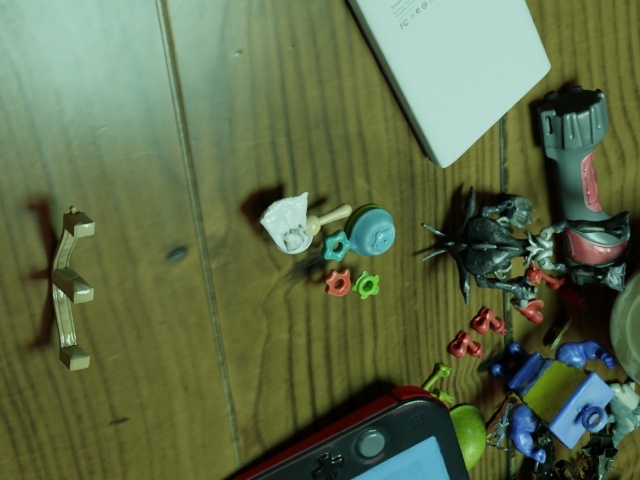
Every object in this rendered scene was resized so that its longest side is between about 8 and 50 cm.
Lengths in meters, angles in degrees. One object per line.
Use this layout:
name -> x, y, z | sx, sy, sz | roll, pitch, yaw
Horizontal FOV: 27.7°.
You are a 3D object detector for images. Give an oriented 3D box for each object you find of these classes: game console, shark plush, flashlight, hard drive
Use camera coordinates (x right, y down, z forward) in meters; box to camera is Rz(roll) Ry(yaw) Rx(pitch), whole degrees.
game console -> 0.062, 0.414, 1.851 | 0.342, 0.060, 0.387 | -28, 123, -14
shark plush -> 0.504, 0.297, 2.211 | 0.067, 0.073, 0.161 | -9, 141, -13
flashlight -> 0.388, -0.077, 1.867 | 0.103, 0.103, 0.304 | -51, 139, -42
hard drive -> 0.162, -0.271, 1.621 | 0.210, 0.040, 0.319 | -43, 132, -12

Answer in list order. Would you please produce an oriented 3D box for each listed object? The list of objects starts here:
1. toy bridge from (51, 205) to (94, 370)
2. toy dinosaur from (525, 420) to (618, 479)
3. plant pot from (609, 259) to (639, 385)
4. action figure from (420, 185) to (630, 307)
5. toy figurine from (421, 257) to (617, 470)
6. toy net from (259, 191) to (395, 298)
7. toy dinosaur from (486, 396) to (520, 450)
toy bridge -> -0.275, 0.048, 1.430 | 0.026, 0.063, 0.188 | -12, 121, -34
toy dinosaur -> 0.388, 0.397, 2.083 | 0.164, 0.322, 0.218 | 1, 111, 8
plant pot -> 0.565, 0.124, 1.918 | 0.280, 0.323, 0.323 | -2, 115, -55
action figure -> 0.281, 0.014, 1.786 | 0.141, 0.275, 0.164 | 31, 63, -79
toy figurine -> 0.308, 0.229, 1.885 | 0.362, 0.217, 0.191 | -49, 133, -7
toy net -> 0.000, 0.000, 1.640 | 0.232, 0.045, 0.122 | 16, 105, -41
toy dinosaur -> 0.281, 0.284, 2.017 | 0.090, 0.047, 0.082 | 5, 92, -29
